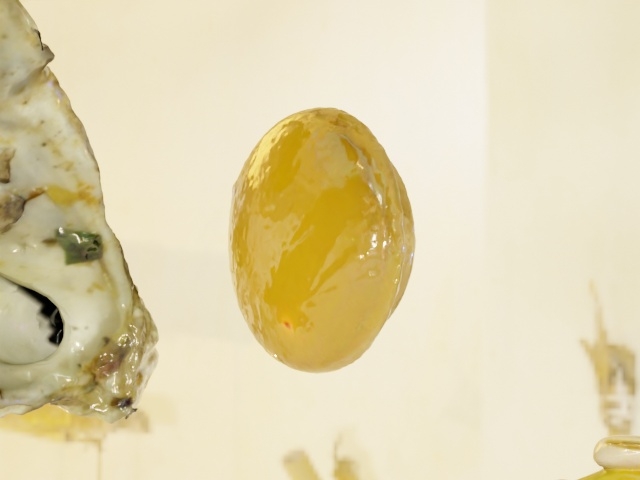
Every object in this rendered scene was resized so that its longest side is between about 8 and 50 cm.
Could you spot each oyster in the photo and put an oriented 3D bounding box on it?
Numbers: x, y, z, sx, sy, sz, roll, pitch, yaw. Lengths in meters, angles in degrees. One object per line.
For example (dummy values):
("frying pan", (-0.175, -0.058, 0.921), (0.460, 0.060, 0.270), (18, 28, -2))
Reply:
("oyster", (-0.165, -0.021, 0.713), (0.166, 0.294, 0.094), (-21, -142, -27))

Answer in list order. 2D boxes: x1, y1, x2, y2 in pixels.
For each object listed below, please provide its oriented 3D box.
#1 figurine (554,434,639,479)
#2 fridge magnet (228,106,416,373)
("figurine", (0.252, 0.114, 0.847), (0.246, 0.156, 0.131), (-34, -153, 18))
("fridge magnet", (0.000, 0.000, 0.796), (0.063, 0.143, 0.143), (3, 176, -39))
